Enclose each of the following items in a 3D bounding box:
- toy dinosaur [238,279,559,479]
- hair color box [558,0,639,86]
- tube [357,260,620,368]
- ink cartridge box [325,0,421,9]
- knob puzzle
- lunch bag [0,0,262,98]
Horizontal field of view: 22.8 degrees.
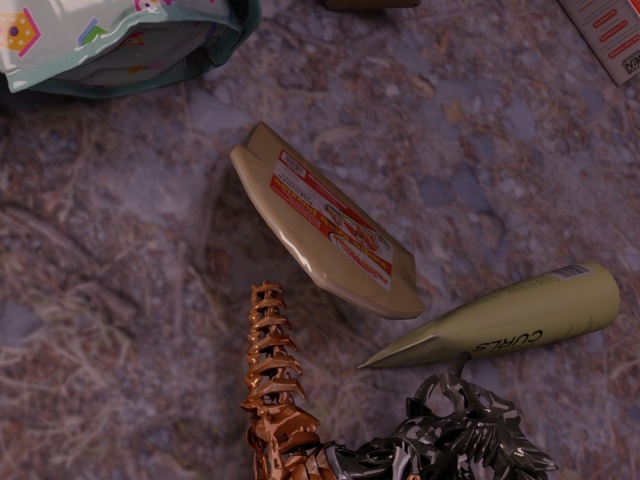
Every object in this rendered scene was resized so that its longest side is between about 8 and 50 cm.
[{"bbox_3d":[0.034,0.184,1.119,0.218,0.164,0.322,-21,102,-21],"label":"toy dinosaur"},{"bbox_3d":[0.275,-0.225,1.501,0.043,0.072,0.141,-33,89,-38],"label":"hair color box"},{"bbox_3d":[0.143,0.067,1.280,0.240,0.070,0.062,-11,37,-41],"label":"tube"},{"bbox_3d":[0.042,-0.330,1.295,0.088,0.235,0.193,0,67,1],"label":"ink cartridge box"},{"bbox_3d":[0.000,0.000,1.199,0.213,0.030,0.213,40,17,-15],"label":"knob puzzle"},{"bbox_3d":[-0.154,-0.224,1.143,0.223,0.160,0.262,67,18,3],"label":"lunch bag"}]
